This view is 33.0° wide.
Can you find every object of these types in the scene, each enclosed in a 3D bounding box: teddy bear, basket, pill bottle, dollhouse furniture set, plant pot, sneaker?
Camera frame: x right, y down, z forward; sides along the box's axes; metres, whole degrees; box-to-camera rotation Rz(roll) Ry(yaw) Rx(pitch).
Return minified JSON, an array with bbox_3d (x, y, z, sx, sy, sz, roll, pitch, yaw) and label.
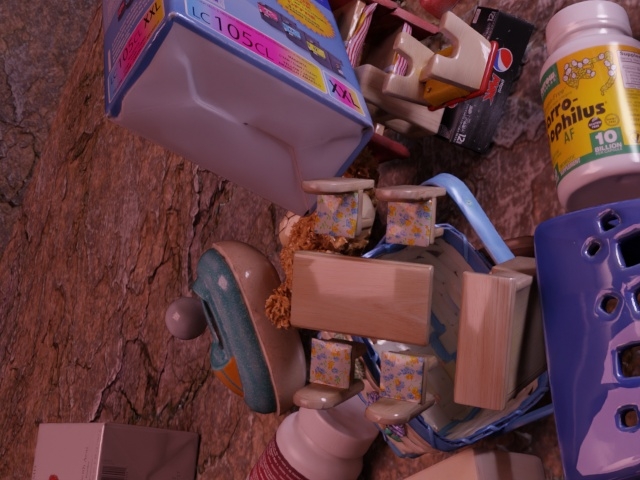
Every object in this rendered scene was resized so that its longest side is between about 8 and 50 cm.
[{"bbox_3d":[0.000,0.000,1.362,0.338,0.113,0.245,-78,5,-72],"label":"teddy bear"},{"bbox_3d":[0.137,0.097,1.125,0.255,0.201,0.289,55,142,13],"label":"basket"},{"bbox_3d":[0.288,-0.136,1.106,0.117,0.117,0.208,-33,52,47],"label":"pill bottle"},{"bbox_3d":[0.111,-0.225,1.334,0.374,0.152,0.201,-9,62,59],"label":"dollhouse furniture set"},{"bbox_3d":[0.074,0.061,0.966,0.242,0.161,0.212,7,99,25],"label":"dollhouse furniture set"},{"bbox_3d":[0.330,0.083,0.861,0.212,0.236,0.236,-26,56,42],"label":"plant pot"},{"bbox_3d":[-0.020,0.299,1.403,0.221,0.121,0.121,-59,36,25],"label":"pill bottle"},{"bbox_3d":[0.195,0.049,1.244,0.188,0.066,0.071,-32,70,54],"label":"sneaker"}]

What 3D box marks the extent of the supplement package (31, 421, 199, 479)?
[{"bbox_3d":[-0.357,0.403,1.827,0.293,0.175,0.178,-15,67,54],"label":"supplement package"}]

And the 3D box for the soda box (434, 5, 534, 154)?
[{"bbox_3d":[0.197,-0.195,1.320,0.053,0.060,0.169,37,110,61],"label":"soda box"}]

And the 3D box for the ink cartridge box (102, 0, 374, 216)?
[{"bbox_3d":[-0.113,-0.241,1.284,0.151,0.270,0.395,-50,31,23],"label":"ink cartridge box"}]

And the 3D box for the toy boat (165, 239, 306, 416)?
[{"bbox_3d":[-0.132,0.125,1.574,0.318,0.148,0.267,-157,47,-71],"label":"toy boat"}]

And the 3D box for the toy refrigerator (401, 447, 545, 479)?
[{"bbox_3d":[0.123,0.319,1.196,0.269,0.102,0.094,-38,48,43],"label":"toy refrigerator"}]
